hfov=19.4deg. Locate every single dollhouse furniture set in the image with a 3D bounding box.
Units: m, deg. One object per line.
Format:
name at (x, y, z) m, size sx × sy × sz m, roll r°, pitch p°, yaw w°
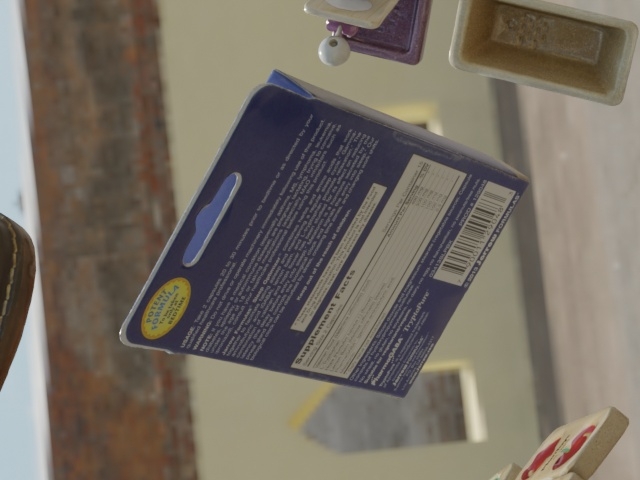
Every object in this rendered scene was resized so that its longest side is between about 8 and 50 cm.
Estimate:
dollhouse furniture set at (0.053, -0.087, 0.649) m, size 0.081 × 0.114 × 0.091 m, roll -54°, pitch -24°, yaw -62°

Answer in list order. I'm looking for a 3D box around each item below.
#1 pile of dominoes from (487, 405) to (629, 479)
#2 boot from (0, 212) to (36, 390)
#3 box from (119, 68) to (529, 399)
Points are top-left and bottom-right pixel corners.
pile of dominoes at (-0.006, 0.143, 0.568) m, size 0.196 × 0.040 × 0.251 m, roll -49°, pitch 1°, yaw 45°
boot at (-0.171, 0.057, 0.482) m, size 0.082 × 0.219 × 0.106 m, roll 25°, pitch 162°, yaw 47°
box at (0.000, 0.000, 0.895) m, size 0.225 × 0.036 × 0.136 m, roll 16°, pitch -73°, yaw -53°
